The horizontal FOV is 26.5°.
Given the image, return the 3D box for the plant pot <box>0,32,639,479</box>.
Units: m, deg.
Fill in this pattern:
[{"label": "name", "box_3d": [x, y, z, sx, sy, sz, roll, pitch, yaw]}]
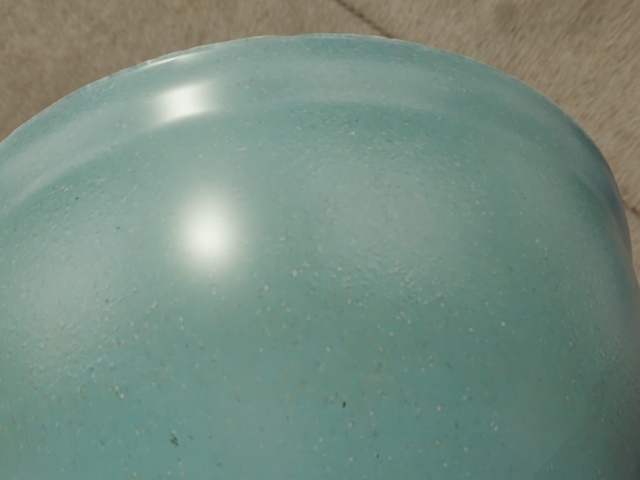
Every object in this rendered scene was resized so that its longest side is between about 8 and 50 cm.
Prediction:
[{"label": "plant pot", "box_3d": [-0.004, 0.100, 0.504, 0.293, 0.293, 0.196, -8, 49, -3]}]
